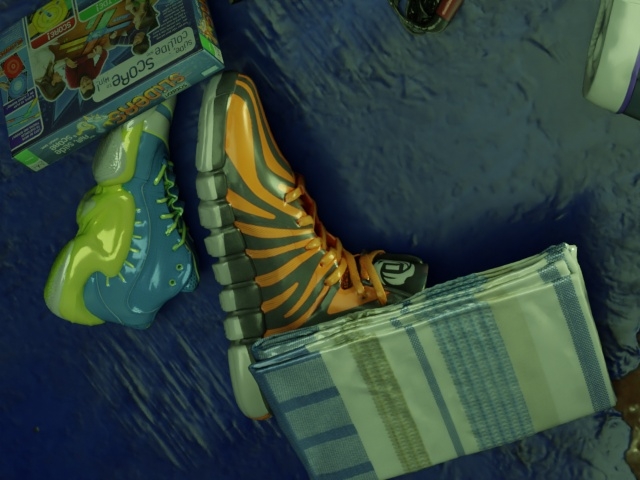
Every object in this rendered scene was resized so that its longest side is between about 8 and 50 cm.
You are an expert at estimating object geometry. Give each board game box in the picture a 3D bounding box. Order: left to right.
[{"bbox_3d":[-0.186,-0.161,1.666,0.201,0.035,0.136,-26,57,19],"label":"board game box"}]

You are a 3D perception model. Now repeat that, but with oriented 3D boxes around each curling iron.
[{"bbox_3d":[0.141,-0.284,1.595,0.068,0.035,0.274,37,110,2],"label":"curling iron"}]

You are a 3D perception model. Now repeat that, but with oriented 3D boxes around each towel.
[{"bbox_3d":[0.100,0.113,1.639,0.285,0.034,0.209,-19,134,7],"label":"towel"}]

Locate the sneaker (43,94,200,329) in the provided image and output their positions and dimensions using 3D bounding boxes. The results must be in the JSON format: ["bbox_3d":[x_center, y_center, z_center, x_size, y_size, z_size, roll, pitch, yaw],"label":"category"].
[{"bbox_3d":[-0.149,-0.026,1.720,0.126,0.091,0.240,21,109,-12],"label":"sneaker"}]

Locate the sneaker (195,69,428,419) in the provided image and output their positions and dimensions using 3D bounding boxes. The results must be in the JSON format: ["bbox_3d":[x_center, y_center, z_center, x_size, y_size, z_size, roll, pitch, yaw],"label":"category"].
[{"bbox_3d":[0.000,0.000,1.672,0.180,0.124,0.321,-6,114,11],"label":"sneaker"}]

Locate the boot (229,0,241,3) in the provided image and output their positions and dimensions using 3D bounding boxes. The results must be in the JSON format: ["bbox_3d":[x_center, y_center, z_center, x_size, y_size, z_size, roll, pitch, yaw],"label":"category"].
[{"bbox_3d":[-0.064,-0.325,1.622,0.189,0.076,0.208,-29,90,19],"label":"boot"}]

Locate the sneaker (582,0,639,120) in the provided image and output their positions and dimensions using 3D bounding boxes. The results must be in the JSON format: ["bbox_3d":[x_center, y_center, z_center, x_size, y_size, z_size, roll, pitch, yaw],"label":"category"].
[{"bbox_3d":[0.357,-0.223,1.523,0.236,0.130,0.323,15,103,-1],"label":"sneaker"}]
